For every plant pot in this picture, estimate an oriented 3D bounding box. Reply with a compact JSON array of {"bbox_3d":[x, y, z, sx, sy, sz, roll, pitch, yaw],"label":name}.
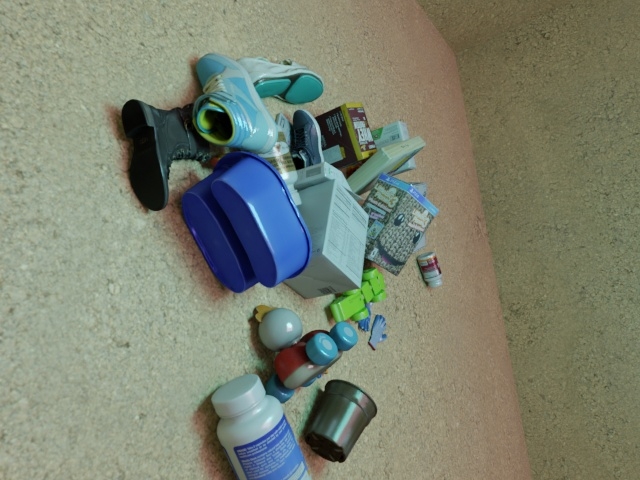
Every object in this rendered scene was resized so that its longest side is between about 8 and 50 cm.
[{"bbox_3d":[0.049,0.501,1.300,0.166,0.167,0.165,60,43,-21],"label":"plant pot"}]

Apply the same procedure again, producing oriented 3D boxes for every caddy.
[{"bbox_3d":[-0.165,-0.039,1.128,0.179,0.241,0.341,-41,112,-47],"label":"caddy"}]

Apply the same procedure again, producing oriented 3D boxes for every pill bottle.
[{"bbox_3d":[-0.136,0.442,1.047,0.152,0.152,0.271,-34,106,-55],"label":"pill bottle"},{"bbox_3d":[-0.137,-0.195,1.327,0.131,0.131,0.229,-26,99,-56],"label":"pill bottle"},{"bbox_3d":[0.509,0.135,2.184,0.086,0.086,0.151,-32,104,-56],"label":"pill bottle"}]

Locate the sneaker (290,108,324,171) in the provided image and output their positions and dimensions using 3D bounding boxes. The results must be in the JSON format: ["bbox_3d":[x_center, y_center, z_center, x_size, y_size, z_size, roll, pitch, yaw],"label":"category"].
[{"bbox_3d":[-0.064,-0.306,1.485,0.163,0.086,0.226,-21,96,-60],"label":"sneaker"}]

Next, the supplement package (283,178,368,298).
[{"bbox_3d":[0.000,0.000,1.385,0.198,0.199,0.262,43,44,-39],"label":"supplement package"}]

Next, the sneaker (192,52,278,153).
[{"bbox_3d":[-0.254,-0.355,1.165,0.319,0.127,0.208,53,29,14],"label":"sneaker"}]

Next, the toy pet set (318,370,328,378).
[{"bbox_3d":[0.025,0.328,1.411,0.114,0.065,0.122,-30,103,-56],"label":"toy pet set"}]

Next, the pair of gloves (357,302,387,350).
[{"bbox_3d":[0.188,0.295,1.704,0.198,0.023,0.159,58,37,-22],"label":"pair of gloves"}]

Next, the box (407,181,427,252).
[{"bbox_3d":[0.387,-0.100,2.025,0.169,0.087,0.289,-20,111,-57],"label":"box"}]

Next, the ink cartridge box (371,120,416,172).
[{"bbox_3d":[0.312,-0.390,2.051,0.087,0.153,0.208,-5,83,-58],"label":"ink cartridge box"}]

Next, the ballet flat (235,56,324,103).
[{"bbox_3d":[-0.124,-0.521,1.501,0.400,0.139,0.139,-23,96,-56],"label":"ballet flat"}]

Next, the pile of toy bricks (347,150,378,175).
[{"bbox_3d":[0.169,-0.332,1.878,0.105,0.118,0.212,46,40,16],"label":"pile of toy bricks"}]

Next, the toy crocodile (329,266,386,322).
[{"bbox_3d":[0.131,0.183,1.609,0.341,0.105,0.115,-31,104,-51],"label":"toy crocodile"}]

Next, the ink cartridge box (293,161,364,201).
[{"bbox_3d":[0.007,-0.164,1.481,0.225,0.181,0.056,20,64,-51],"label":"ink cartridge box"}]

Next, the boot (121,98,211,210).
[{"bbox_3d":[-0.330,-0.202,1.093,0.229,0.091,0.262,-14,96,-65],"label":"boot"}]

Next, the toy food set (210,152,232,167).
[{"bbox_3d":[-0.185,-0.127,1.227,0.232,0.111,0.104,67,21,-6],"label":"toy food set"}]

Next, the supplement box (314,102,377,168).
[{"bbox_3d":[0.063,-0.347,1.626,0.129,0.194,0.191,-27,99,-57],"label":"supplement box"}]

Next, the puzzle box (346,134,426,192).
[{"bbox_3d":[0.223,-0.266,1.765,0.052,0.272,0.409,52,33,5],"label":"puzzle box"}]

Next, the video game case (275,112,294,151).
[{"bbox_3d":[-0.102,-0.311,1.530,0.143,0.019,0.157,40,45,-41],"label":"video game case"}]

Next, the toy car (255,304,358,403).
[{"bbox_3d":[-0.072,0.249,1.230,0.238,0.219,0.210,51,29,16],"label":"toy car"}]

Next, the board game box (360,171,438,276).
[{"bbox_3d":[0.250,-0.053,1.697,0.232,0.141,0.290,29,94,-48],"label":"board game box"}]
